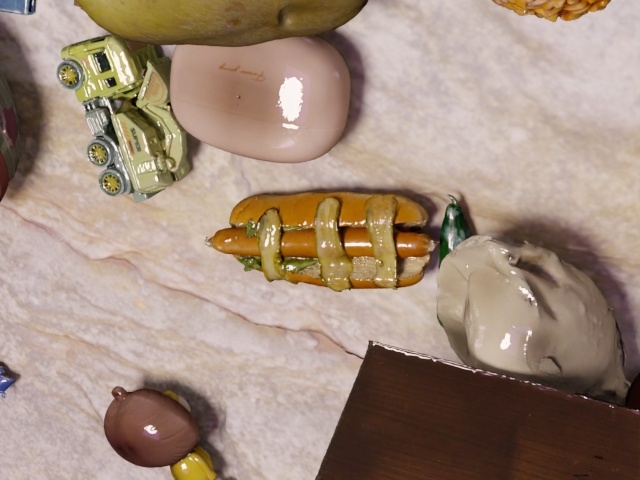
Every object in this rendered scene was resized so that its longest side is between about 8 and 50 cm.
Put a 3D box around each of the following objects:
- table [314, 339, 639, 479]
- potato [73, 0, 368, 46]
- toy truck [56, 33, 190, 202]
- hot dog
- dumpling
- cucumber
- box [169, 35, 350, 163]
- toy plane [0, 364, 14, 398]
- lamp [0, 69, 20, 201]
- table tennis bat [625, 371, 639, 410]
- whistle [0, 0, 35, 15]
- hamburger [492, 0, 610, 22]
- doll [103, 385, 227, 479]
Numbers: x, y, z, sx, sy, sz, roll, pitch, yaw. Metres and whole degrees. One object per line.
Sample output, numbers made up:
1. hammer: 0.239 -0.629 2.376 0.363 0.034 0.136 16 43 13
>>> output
1. table: 0.160 0.263 0.908 0.282 0.196 0.250 14 152 19
2. potato: -0.086 -0.274 0.864 0.351 0.218 0.202 -13 130 17
3. toy truck: -0.205 -0.143 1.052 0.116 0.085 0.191 -12 104 26
4. hot dog: 0.000 0.000 1.019 0.270 0.072 0.109 1 106 23
5. dumpling: 0.199 0.098 0.938 0.172 0.142 0.247 -15 119 48
6. cucumber: 0.141 0.027 0.984 0.037 0.037 0.155 8 112 22
7. box: -0.065 -0.158 0.982 0.200 0.088 0.145 16 112 19
8. toy plane: -0.501 0.192 1.329 0.167 0.054 0.062 -2 82 24
9. lamp: -0.471 -0.134 1.087 0.233 0.233 0.265 15 148 19
10. table tennis bat: 0.416 0.183 0.925 0.220 0.019 0.130 14 113 21
11. whistle: -0.424 -0.297 1.098 0.158 0.090 0.090 12 112 21
12. hamburger: 0.158 -0.334 0.687 0.250 0.330 0.330 -30 94 30
13. doll: -0.200 0.257 1.196 0.145 0.096 0.188 7 137 38
